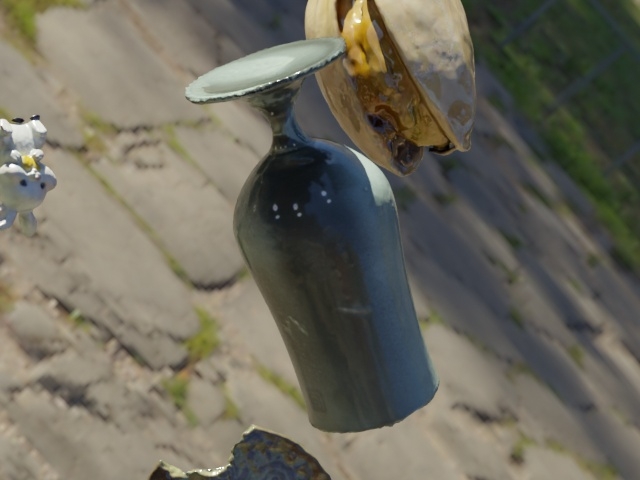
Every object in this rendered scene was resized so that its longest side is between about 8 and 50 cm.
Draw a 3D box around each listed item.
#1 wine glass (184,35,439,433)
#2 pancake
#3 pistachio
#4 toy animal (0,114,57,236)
[{"bbox_3d":[0.000,0.000,1.030,0.103,0.103,0.231,-74,149,-68],"label":"wine glass"},{"bbox_3d":[-0.095,0.316,1.873,0.029,0.235,0.212,-154,-129,-73],"label":"pancake"},{"bbox_3d":[0.070,-0.172,1.564,0.157,0.157,0.229,15,53,-57],"label":"pistachio"},{"bbox_3d":[-0.339,-0.073,1.882,0.071,0.085,0.124,7,59,-54],"label":"toy animal"}]
